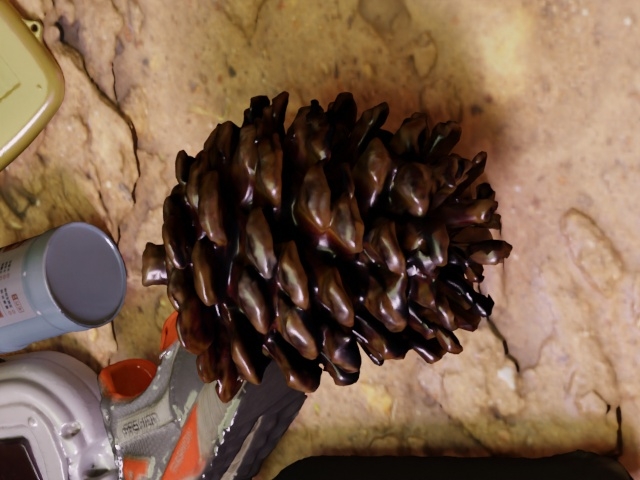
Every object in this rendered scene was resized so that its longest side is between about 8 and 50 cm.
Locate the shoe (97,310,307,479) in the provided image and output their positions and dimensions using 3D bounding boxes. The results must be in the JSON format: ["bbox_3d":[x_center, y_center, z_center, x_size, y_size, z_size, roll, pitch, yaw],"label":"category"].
[{"bbox_3d":[-0.147,0.187,1.191,0.171,0.132,0.336,40,120,25],"label":"shoe"}]

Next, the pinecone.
[{"bbox_3d":[0.000,0.000,0.963,0.273,0.224,0.224,-12,104,12],"label":"pinecone"}]

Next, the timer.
[{"bbox_3d":[-0.282,0.241,1.329,0.237,0.087,0.262,-11,105,36],"label":"timer"}]

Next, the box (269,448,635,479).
[{"bbox_3d":[0.059,0.322,0.992,0.350,0.359,0.091,-7,140,37],"label":"box"}]

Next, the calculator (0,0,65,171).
[{"bbox_3d":[-0.340,-0.125,1.202,0.236,0.033,0.157,-37,93,15],"label":"calculator"}]

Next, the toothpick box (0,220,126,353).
[{"bbox_3d":[-0.267,0.046,1.229,0.153,0.101,0.101,-17,100,36],"label":"toothpick box"}]
